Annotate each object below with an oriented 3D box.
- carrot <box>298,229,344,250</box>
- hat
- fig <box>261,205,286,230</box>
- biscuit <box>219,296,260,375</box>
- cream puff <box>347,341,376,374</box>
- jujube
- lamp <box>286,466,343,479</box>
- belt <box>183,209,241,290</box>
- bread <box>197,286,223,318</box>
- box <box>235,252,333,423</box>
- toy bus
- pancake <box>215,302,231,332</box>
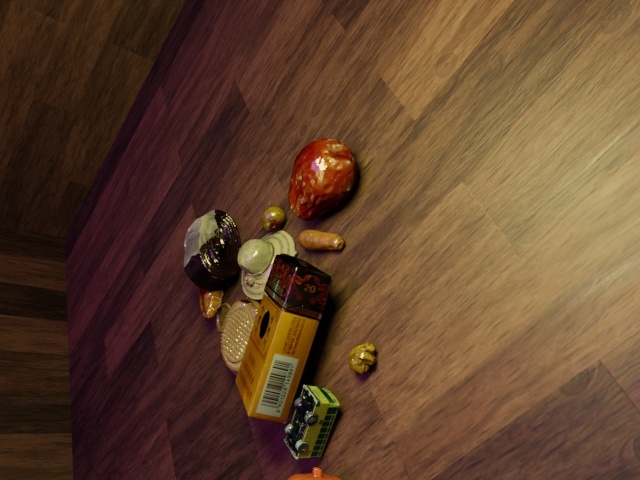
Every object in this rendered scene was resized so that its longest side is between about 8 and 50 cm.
[{"bbox_3d":[0.000,0.000,1.590,0.186,0.060,0.060,4,81,51],"label":"carrot"},{"bbox_3d":[-0.203,0.056,1.739,0.252,0.110,0.251,-26,48,34],"label":"hat"},{"bbox_3d":[-0.153,-0.080,1.797,0.098,0.082,0.084,-94,4,-46],"label":"fig"},{"bbox_3d":[-0.244,0.313,1.764,0.259,0.079,0.258,-21,62,46],"label":"biscuit"},{"bbox_3d":[0.100,0.293,1.365,0.083,0.058,0.083,-14,65,50],"label":"cream puff"},{"bbox_3d":[-0.004,-0.169,1.565,0.255,0.190,0.189,-54,42,34],"label":"jujube"},{"bbox_3d":[-0.012,0.624,1.292,0.188,0.188,0.163,-16,66,48],"label":"lamp"},{"bbox_3d":[-0.393,0.038,1.964,0.164,0.184,0.288,-41,43,41],"label":"belt"},{"bbox_3d":[-0.400,0.195,1.996,0.104,0.076,0.233,-62,34,29],"label":"bread"},{"bbox_3d":[-0.109,0.255,1.523,0.264,0.116,0.414,-156,84,-74],"label":"box"},{"bbox_3d":[-0.021,0.469,1.420,0.088,0.101,0.174,37,112,56],"label":"toy bus"},{"bbox_3d":[-0.347,0.279,1.959,0.115,0.011,0.114,-21,62,48],"label":"pancake"}]
